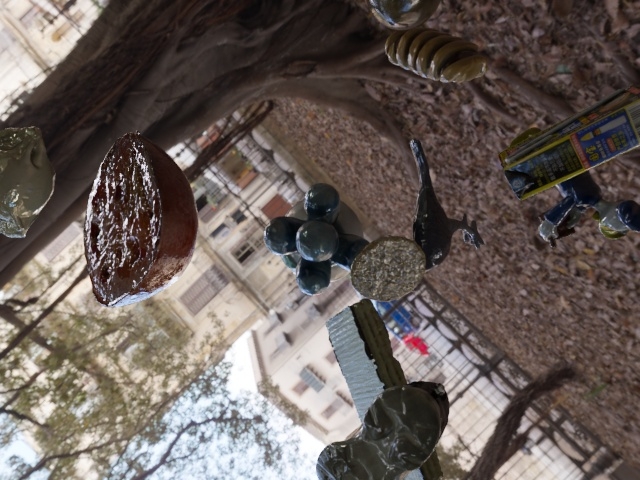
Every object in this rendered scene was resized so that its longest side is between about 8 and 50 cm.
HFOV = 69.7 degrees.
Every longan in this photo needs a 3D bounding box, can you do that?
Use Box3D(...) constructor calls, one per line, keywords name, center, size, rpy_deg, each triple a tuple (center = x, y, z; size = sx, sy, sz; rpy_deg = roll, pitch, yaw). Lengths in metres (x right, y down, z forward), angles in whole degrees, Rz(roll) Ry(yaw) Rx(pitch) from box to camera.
Box3D(name="longan", center=(0.107, -0.315, 0.561), size=(0.106, 0.119, 0.106), rpy_deg=(24, 127, 37))

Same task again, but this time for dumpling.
Box3D(name="dumpling", center=(-0.551, -0.109, 0.808), size=(0.154, 0.181, 0.111), rpy_deg=(14, 161, 9))

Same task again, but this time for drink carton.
Box3D(name="drink carton", center=(0.298, -0.115, 0.540), size=(0.056, 0.165, 0.071), rpy_deg=(57, -155, -13))

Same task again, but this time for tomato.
Box3D(name="tomato", center=(-0.341, -0.031, 0.909), size=(0.143, 0.339, 0.338), rpy_deg=(12, -155, -46))

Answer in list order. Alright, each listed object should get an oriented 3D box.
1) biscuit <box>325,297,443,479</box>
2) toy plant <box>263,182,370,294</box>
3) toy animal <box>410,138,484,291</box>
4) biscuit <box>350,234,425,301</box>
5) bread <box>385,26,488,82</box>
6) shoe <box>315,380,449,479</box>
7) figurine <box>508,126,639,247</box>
Box3D(name="biscuit", center=(0.086, 0.216, 0.664), size=(0.150, 0.052, 0.253), rpy_deg=(121, 131, -64))
Box3D(name="toy plant", center=(0.000, 0.000, 1.045), size=(0.247, 0.247, 0.332), rpy_deg=(46, -179, -1))
Box3D(name="toy animal", center=(0.270, -0.034, 1.046), size=(0.205, 0.368, 0.081), rpy_deg=(12, 172, -15))
Box3D(name="biscuit", center=(0.125, 0.054, 0.854), size=(0.152, 0.152, 0.020), rpy_deg=(47, -164, -31))
Box3D(name="bread", center=(0.241, -0.384, 0.944), size=(0.225, 0.134, 0.081), rpy_deg=(43, 138, 42))
Box3D(name="shoe", center=(0.068, 0.187, 0.430), size=(0.071, 0.169, 0.099), rpy_deg=(46, -150, 25))
Box3D(name="figurine", center=(0.626, -0.093, 1.121), size=(0.338, 0.204, 0.284), rpy_deg=(46, 138, 49))
